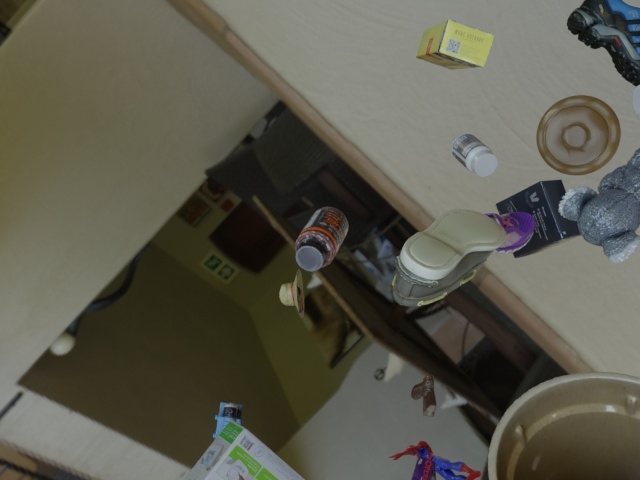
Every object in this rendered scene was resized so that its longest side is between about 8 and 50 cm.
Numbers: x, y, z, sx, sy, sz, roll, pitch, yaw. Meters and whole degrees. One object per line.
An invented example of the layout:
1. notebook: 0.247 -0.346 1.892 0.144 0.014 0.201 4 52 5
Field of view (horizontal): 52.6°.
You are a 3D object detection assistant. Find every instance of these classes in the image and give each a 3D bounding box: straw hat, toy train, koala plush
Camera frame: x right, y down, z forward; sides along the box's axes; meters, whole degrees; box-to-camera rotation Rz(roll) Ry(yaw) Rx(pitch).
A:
1. straw hat: -0.087 0.157 1.881 0.144 0.061 0.145 -4 -90 -83
2. toy train: -0.250 0.523 1.736 0.080 0.184 0.105 11 152 -6
3. koala plush: 0.590 -0.066 1.255 0.196 0.221 0.203 57 168 26

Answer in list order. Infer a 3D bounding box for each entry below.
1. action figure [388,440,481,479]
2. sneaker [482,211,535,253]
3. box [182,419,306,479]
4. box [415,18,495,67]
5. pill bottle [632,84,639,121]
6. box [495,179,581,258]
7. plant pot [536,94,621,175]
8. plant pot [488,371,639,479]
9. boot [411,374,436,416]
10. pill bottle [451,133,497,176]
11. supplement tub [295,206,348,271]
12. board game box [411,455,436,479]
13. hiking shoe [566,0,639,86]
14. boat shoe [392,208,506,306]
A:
1. action figure: 0.300 0.631 1.766 0.280 0.139 0.092 10 118 63
2. sneaker: 0.404 -0.024 1.503 0.104 0.236 0.095 104 149 -58
3. box: -0.167 0.586 1.465 0.262 0.231 0.126 44 160 -14
4. box: 0.238 -0.352 1.177 0.087 0.058 0.232 17 -167 -7
5. pill bottle: 0.477 -0.196 0.791 0.094 0.169 0.094 63 179 1
6. box: 0.559 -0.055 1.665 0.093 0.158 0.156 -8 -105 -35
7. plant pot: 0.757 -0.309 1.910 0.236 0.236 0.032 45 -153 14
8. plant pot: 0.440 0.428 0.991 0.334 0.333 0.305 50 164 49
9. boot: 0.274 0.429 1.713 0.037 0.106 0.114 16 -142 -11
10. pill bottle: 0.408 -0.224 1.709 0.078 0.078 0.137 41 -167 -31
11. supplement tub: 0.000 0.000 1.612 0.106 0.106 0.198 43 -149 -8
12. board game box: 0.248 0.703 1.643 0.056 0.208 0.347 16 150 22
13. hiking shoe: 0.693 -0.437 1.409 0.304 0.132 0.113 37 -171 -9
14. boat shoe: 0.217 0.025 1.092 0.109 0.091 0.305 35 -146 25
